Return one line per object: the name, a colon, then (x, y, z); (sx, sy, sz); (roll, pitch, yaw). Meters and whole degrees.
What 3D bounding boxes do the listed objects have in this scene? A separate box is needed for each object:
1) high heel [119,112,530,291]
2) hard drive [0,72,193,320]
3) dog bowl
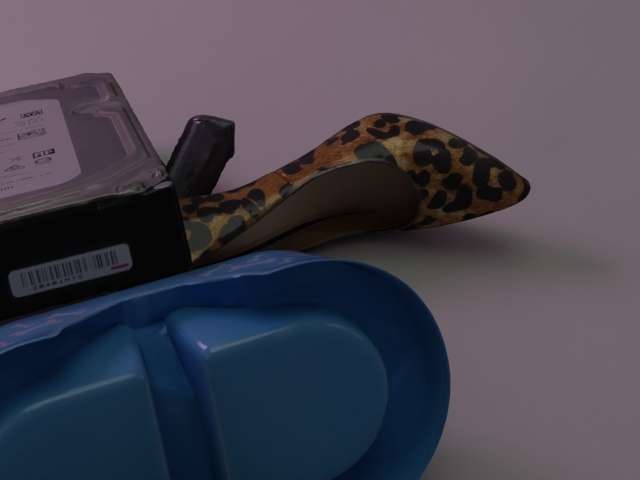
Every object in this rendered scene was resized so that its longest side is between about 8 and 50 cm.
high heel: (0.000, 0.000, 0.926); (0.261, 0.093, 0.186); (6, 45, 14)
hard drive: (-0.225, -0.030, 0.889); (0.236, 0.064, 0.339); (-14, 19, -9)
dog bowl: (-0.079, 0.097, 0.745); (0.297, 0.166, 0.074); (-16, 22, -18)
